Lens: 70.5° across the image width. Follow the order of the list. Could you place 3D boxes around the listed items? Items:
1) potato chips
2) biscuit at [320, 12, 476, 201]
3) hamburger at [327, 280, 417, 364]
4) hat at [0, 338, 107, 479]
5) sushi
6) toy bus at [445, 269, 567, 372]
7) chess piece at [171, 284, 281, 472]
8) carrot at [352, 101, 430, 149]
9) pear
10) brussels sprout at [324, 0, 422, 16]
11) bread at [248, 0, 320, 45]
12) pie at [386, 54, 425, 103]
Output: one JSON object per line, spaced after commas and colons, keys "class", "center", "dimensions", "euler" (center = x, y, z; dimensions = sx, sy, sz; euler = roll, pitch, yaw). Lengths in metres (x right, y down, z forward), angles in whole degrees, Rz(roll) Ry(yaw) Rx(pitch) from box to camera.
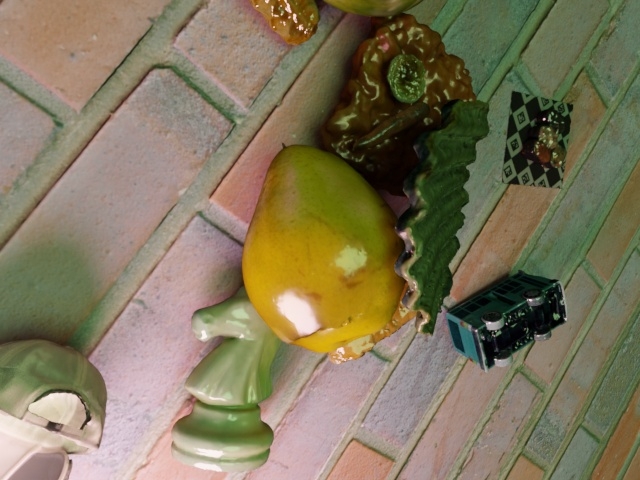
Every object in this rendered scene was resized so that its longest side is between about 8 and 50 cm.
{"class": "potato chips", "center": [0.211, -0.049, 0.756], "dimensions": [0.429, 0.069, 0.359], "euler": [-31, 127, -58]}
{"class": "biscuit", "center": [0.169, -0.246, 0.880], "dimensions": [0.318, 0.110, 0.312], "euler": [25, 86, -28]}
{"class": "hamburger", "center": [0.104, 0.128, 0.898], "dimensions": [0.261, 0.124, 0.131], "euler": [-28, 109, -22]}
{"class": "hat", "center": [-0.435, 0.251, 0.634], "dimensions": [0.275, 0.161, 0.232], "euler": [-36, 117, 8]}
{"class": "sushi", "center": [0.557, -0.242, 1.115], "dimensions": [0.231, 0.047, 0.220], "euler": [0, 98, -27]}
{"class": "toy bus", "center": [0.436, 0.179, 1.065], "dimensions": [0.255, 0.147, 0.129], "euler": [-25, 110, -17]}
{"class": "chess piece", "center": [-0.150, 0.221, 0.782], "dimensions": [0.175, 0.175, 0.299], "euler": [14, 79, -28]}
{"class": "carrot", "center": [0.125, -0.199, 0.788], "dimensions": [0.165, 0.035, 0.036], "euler": [-30, 111, -16]}
{"class": "pear", "center": [-0.004, 0.010, 0.750], "dimensions": [0.284, 0.336, 0.285], "euler": [-18, 143, -15]}
{"class": "brussels sprout", "center": [0.067, -0.525, 0.677], "dimensions": [0.289, 0.281, 0.355], "euler": [-43, 104, -7]}
{"class": "bread", "center": [-0.128, -0.452, 0.684], "dimensions": [0.367, 0.077, 0.084], "euler": [41, 73, -36]}
{"class": "pie", "center": [0.151, -0.283, 0.794], "dimensions": [0.084, 0.020, 0.085], "euler": [-3, 98, -24]}
